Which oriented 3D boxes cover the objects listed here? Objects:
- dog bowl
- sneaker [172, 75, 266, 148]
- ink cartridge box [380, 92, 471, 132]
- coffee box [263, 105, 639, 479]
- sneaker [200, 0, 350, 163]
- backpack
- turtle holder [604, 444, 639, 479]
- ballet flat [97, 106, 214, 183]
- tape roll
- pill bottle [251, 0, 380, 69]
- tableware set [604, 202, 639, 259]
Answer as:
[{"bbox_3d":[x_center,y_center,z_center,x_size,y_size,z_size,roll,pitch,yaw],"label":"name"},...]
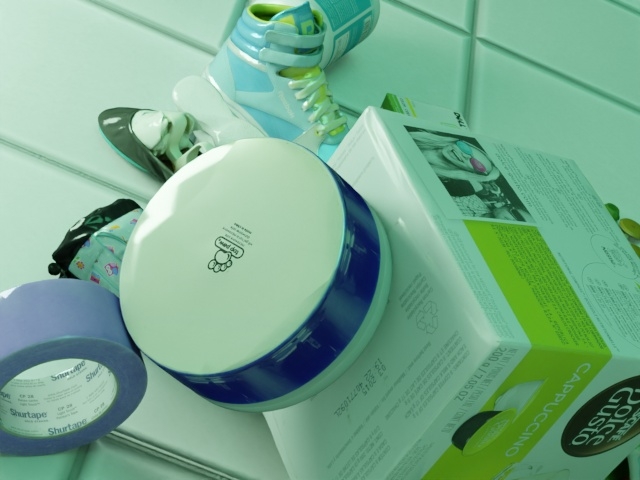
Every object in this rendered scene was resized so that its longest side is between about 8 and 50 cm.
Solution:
[{"bbox_3d":[-0.068,0.032,1.405,0.104,0.265,0.265,43,16,-51],"label":"dog bowl"},{"bbox_3d":[-0.123,-0.129,1.910,0.080,0.094,0.212,-32,71,-11],"label":"sneaker"},{"bbox_3d":[0.212,-0.106,2.065,0.255,0.097,0.189,11,33,-21],"label":"ink cartridge box"},{"bbox_3d":[0.152,0.112,1.551,0.334,0.338,0.338,10,39,-37],"label":"coffee box"},{"bbox_3d":[-0.017,-0.210,1.960,0.319,0.208,0.127,37,34,12],"label":"sneaker"},{"bbox_3d":[-0.204,0.037,1.631,0.182,0.115,0.152,40,36,10],"label":"backpack"},{"bbox_3d":[0.454,0.207,1.697,0.227,0.320,0.243,-17,58,-13],"label":"turtle holder"},{"bbox_3d":[-0.178,-0.110,1.834,0.280,0.096,0.095,42,38,18],"label":"ballet flat"},{"bbox_3d":[-0.275,0.131,1.412,0.189,0.189,0.080,4,43,-30],"label":"tape roll"},{"bbox_3d":[-0.023,-0.333,2.155,0.146,0.146,0.264,36,37,9],"label":"pill bottle"},{"bbox_3d":[0.480,-0.001,2.193,0.104,0.024,0.154,-14,52,-46],"label":"tableware set"}]
